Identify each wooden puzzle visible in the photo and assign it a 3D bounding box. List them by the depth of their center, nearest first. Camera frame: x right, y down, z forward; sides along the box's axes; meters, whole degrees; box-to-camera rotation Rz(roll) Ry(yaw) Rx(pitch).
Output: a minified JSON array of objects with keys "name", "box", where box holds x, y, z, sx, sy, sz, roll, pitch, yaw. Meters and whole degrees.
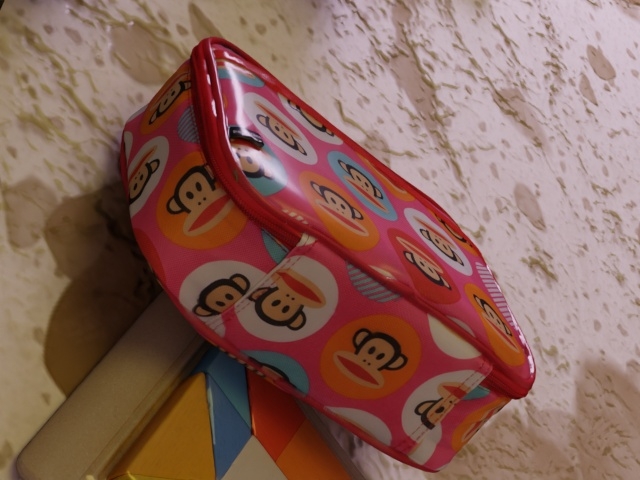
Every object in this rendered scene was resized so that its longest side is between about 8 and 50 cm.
[{"name":"wooden puzzle","box":[-0.052,0.159,0.984,0.238,0.044,0.221,50,39,-11]}]

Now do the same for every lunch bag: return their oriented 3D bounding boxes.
[{"name":"lunch bag","box":[0.000,0.000,1.066,0.293,0.120,0.258,36,19,-27]}]

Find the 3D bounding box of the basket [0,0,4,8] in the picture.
[{"name":"basket","box":[-0.267,-0.124,0.855,0.204,0.154,0.227,45,36,-20]}]
